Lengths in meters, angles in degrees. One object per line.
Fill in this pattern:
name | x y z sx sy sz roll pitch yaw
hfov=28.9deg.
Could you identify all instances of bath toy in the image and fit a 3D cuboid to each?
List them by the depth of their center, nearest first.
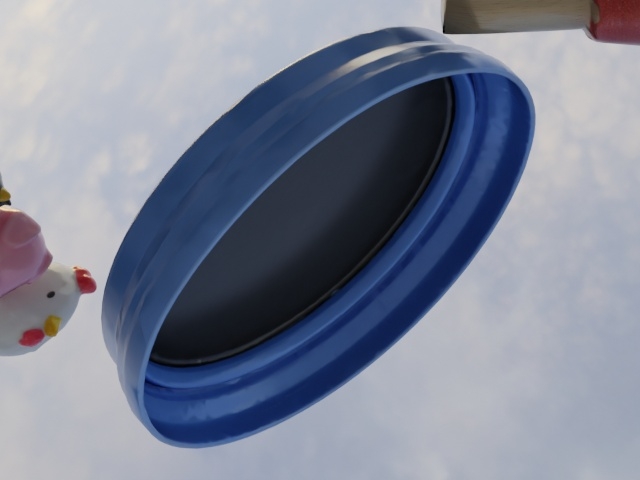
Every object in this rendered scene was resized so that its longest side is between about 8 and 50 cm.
bath toy | -0.287 -0.016 1.048 0.129 0.348 0.151 -12 -128 2

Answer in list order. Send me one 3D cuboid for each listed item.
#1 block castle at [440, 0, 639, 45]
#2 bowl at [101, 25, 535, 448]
block castle | 0.183 -0.374 0.938 0.212 0.303 0.453 -3 -143 3
bowl | 0.000 0.000 0.971 0.391 0.391 0.077 -46 -115 5
